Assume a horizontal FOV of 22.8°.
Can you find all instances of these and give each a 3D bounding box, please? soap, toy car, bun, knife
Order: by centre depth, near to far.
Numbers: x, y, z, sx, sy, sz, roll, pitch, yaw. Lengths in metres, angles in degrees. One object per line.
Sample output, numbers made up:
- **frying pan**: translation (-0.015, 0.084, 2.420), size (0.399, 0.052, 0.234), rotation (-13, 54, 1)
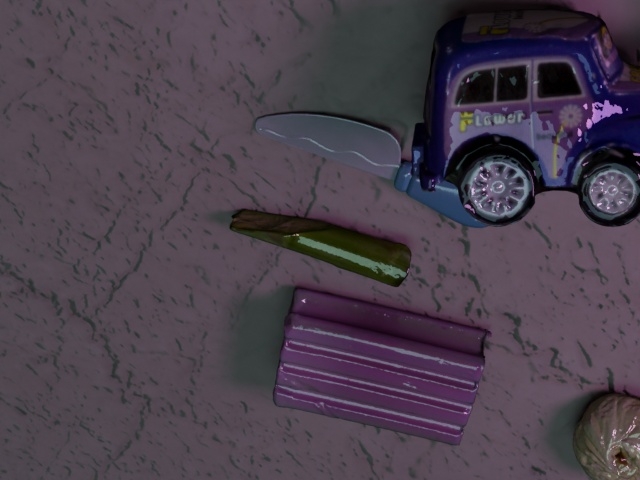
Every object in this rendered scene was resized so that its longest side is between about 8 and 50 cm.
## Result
- **toy car**: translation (0.194, -0.113, 1.345), size (0.235, 0.172, 0.158), rotation (0, 111, 6)
- **knife**: translation (0.058, -0.077, 1.480), size (0.244, 0.032, 0.058), rotation (24, 129, -1)
- **soap**: translation (0.058, 0.126, 1.597), size (0.203, 0.065, 0.122), rotation (14, 127, 2)
- **bun**: translation (0.312, 0.209, 1.605), size (0.115, 0.069, 0.115), rotation (5, 128, 7)

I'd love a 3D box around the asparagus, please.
- **asparagus**: translation (0.000, 0.000, 1.535), size (0.178, 0.041, 0.045), rotation (18, 171, -2)
